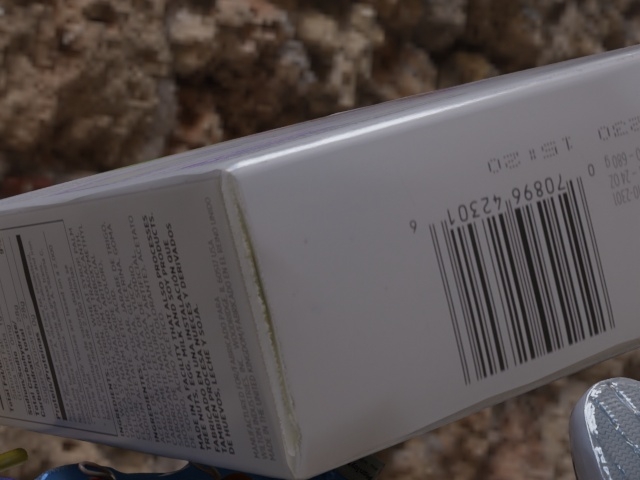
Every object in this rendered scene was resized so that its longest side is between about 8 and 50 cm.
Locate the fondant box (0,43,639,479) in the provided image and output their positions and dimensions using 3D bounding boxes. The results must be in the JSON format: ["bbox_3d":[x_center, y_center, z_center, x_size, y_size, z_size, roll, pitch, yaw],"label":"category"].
[{"bbox_3d":[0.000,0.000,0.611,0.238,0.096,0.330,-17,7,-29],"label":"fondant box"}]

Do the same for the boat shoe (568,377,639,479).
[{"bbox_3d":[0.173,0.173,0.723,0.083,0.226,0.076,-5,-39,-27],"label":"boat shoe"}]

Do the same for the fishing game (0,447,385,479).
[{"bbox_3d":[-0.053,0.093,0.516,0.264,0.041,0.189,4,11,39],"label":"fishing game"}]
